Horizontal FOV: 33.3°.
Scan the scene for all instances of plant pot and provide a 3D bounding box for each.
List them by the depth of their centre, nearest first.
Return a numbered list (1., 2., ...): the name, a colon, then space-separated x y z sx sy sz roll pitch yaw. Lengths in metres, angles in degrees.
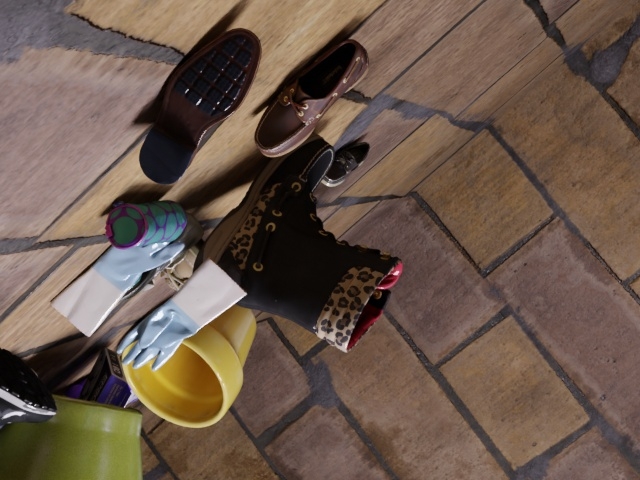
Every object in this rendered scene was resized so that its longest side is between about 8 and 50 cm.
1. plant pot: -0.462 0.451 1.886 0.366 0.366 0.353 98 2 -79
2. plant pot: -0.261 0.231 2.307 0.254 0.254 0.239 -45 -174 39

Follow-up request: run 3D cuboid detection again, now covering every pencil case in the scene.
1. pencil case: -0.243 -0.024 1.491 0.070 0.064 0.151 -1 -177 15

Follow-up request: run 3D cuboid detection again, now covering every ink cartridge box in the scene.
1. ink cartridge box: -0.447 0.341 2.113 0.206 0.045 0.208 -62 -157 6

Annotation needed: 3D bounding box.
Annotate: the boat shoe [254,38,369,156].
1. boat shoe: -0.018 -0.203 1.499 0.207 0.073 0.073 -47 170 4

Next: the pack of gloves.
1. pack of gloves: -0.261 0.080 1.639 0.232 0.195 0.046 -41 -161 15

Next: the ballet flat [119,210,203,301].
1. ballet flat: -0.268 0.041 1.681 0.213 0.072 0.068 -42 139 7

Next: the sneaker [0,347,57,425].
1. sneaker: -0.470 0.202 1.378 0.124 0.107 0.283 -46 145 8

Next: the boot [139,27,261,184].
1. boot: -0.131 -0.170 1.232 0.219 0.082 0.106 -48 -169 29

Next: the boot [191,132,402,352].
1. boot: 0.000 0.000 1.738 0.377 0.284 0.138 -51 158 -39

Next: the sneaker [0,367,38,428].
1. sneaker: -0.549 0.286 1.712 0.226 0.086 0.163 -47 -175 -14

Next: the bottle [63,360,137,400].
1. bottle: -0.486 0.341 2.353 0.118 0.092 0.283 -40 172 27

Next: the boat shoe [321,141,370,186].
1. boat shoe: 0.047 -0.158 2.136 0.152 0.056 0.049 -45 174 -47

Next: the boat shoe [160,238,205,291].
1. boat shoe: -0.226 0.055 1.886 0.098 0.109 0.302 -39 178 -8
